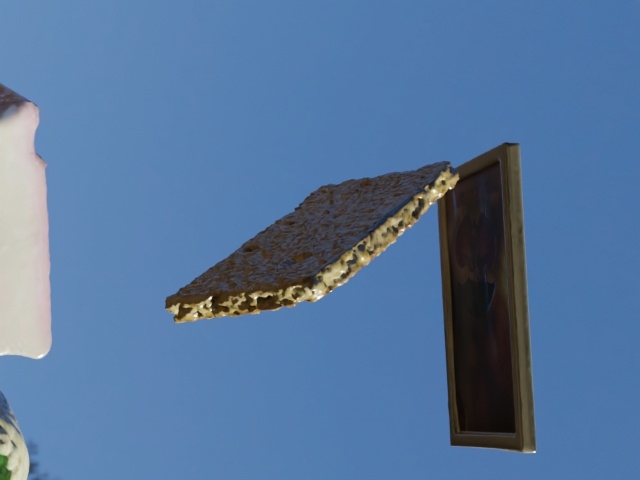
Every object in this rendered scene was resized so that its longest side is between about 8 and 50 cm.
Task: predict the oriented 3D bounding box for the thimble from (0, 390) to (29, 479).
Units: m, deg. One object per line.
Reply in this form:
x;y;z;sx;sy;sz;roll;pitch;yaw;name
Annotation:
-0.492;0.278;1.877;0.150;0.219;0.219;47;-61;54;thimble

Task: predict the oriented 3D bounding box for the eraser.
-0.403;-0.052;1.506;0.359;0.122;0.272;29;-55;54;eraser

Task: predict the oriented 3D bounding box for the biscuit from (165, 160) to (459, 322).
0.000;0.000;1.001;0.131;0.231;0.025;-10;-73;35;biscuit

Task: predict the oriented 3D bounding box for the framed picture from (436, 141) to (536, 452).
0.162;0.063;1.428;0.211;0.020;0.290;154;-66;-76;framed picture
